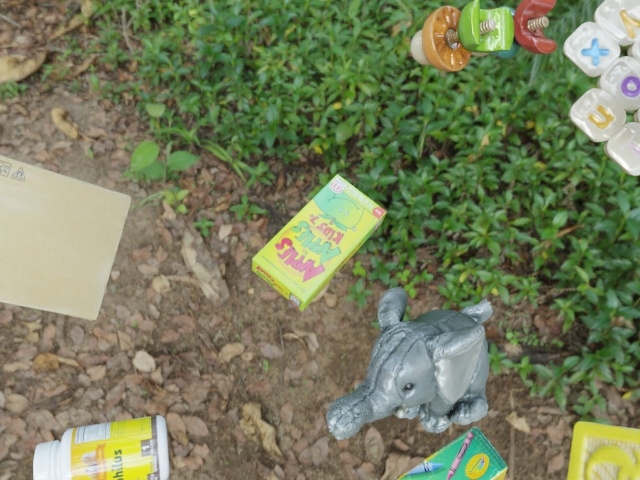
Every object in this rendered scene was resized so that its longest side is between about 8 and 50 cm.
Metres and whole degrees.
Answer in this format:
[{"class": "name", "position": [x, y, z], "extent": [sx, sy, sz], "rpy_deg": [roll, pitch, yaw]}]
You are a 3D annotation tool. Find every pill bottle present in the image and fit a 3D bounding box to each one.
[{"class": "pill bottle", "position": [-0.382, 0.385, 0.979], "extent": [0.215, 0.117, 0.117], "rpy_deg": [-4, 45, -17]}]

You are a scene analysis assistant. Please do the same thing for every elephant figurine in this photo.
[{"class": "elephant figurine", "position": [0.118, 0.140, 0.651], "extent": [0.170, 0.239, 0.185], "rpy_deg": [-16, 60, 19]}]

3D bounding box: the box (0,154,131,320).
[{"class": "box", "position": [-0.344, -0.005, 0.650], "extent": [0.201, 0.021, 0.164], "rpy_deg": [19, 79, -32]}]

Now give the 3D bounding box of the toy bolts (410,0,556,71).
[{"class": "toy bolts", "position": [0.263, -0.382, 0.917], "extent": [0.229, 0.218, 0.158], "rpy_deg": [-1, 4, -36]}]

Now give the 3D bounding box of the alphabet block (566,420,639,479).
[{"class": "alphabet block", "position": [0.628, 0.482, 1.082], "extent": [0.197, 0.192, 0.193], "rpy_deg": [25, 68, -22]}]

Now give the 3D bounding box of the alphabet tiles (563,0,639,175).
[{"class": "alphabet tiles", "position": [0.491, -0.235, 0.761], "extent": [0.278, 0.284, 0.021], "rpy_deg": [43, 9, 1]}]

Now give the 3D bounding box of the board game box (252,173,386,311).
[{"class": "board game box", "position": [0.000, 0.000, 0.770], "extent": [0.092, 0.043, 0.181], "rpy_deg": [39, 66, 10]}]

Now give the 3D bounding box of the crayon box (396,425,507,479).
[{"class": "crayon box", "position": [0.158, 0.428, 0.878], "extent": [0.279, 0.165, 0.081], "rpy_deg": [-30, 53, -11]}]
